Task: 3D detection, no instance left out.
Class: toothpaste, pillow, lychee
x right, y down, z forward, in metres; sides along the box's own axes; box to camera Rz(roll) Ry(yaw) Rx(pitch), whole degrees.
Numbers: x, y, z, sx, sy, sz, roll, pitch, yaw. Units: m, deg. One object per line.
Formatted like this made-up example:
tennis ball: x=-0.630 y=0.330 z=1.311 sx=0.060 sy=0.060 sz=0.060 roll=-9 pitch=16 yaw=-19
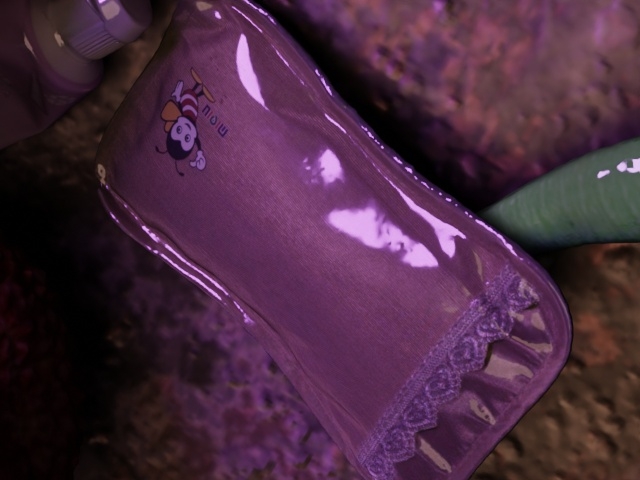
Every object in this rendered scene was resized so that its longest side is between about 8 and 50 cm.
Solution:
toothpaste: x=-0.200 y=-0.046 z=0.782 sx=0.301 sy=0.048 sz=0.075 roll=-23 pitch=105 yaw=25
pillow: x=0.000 y=0.000 z=0.719 sx=0.217 sy=0.033 sz=0.130 roll=47 pitch=124 yaw=15
lychee: x=-0.189 y=0.072 z=0.746 sx=0.194 sy=0.194 sz=0.194 roll=6 pitch=110 yaw=16

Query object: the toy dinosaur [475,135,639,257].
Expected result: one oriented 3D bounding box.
toy dinosaur: x=0.285 y=0.033 z=0.630 sx=0.374 sy=0.144 sz=0.500 roll=47 pitch=129 yaw=0
